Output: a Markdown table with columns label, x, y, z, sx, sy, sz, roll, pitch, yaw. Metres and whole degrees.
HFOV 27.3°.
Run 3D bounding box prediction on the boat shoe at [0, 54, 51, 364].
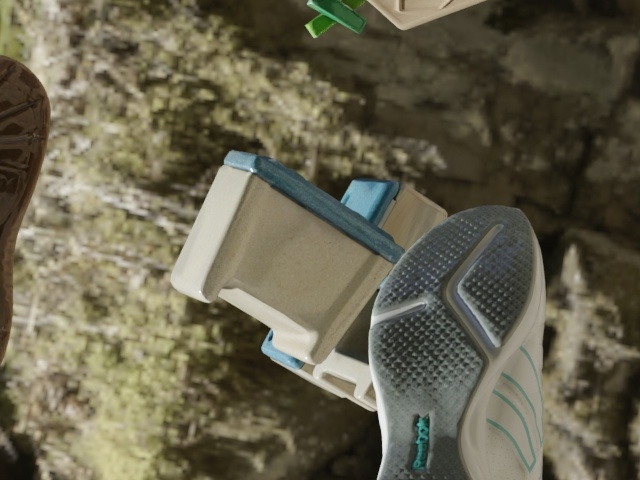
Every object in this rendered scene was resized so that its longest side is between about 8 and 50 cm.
| label | x | y | z | sx | sy | sz | roll | pitch | yaw |
| --- | --- | --- | --- | --- | --- | --- | --- | --- | --- |
| boat shoe | -0.251 | 0.016 | 0.869 | 0.089 | 0.104 | 0.285 | 22 | 91 | 65 |

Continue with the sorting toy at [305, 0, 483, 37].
| label | x | y | z | sx | sy | sz | roll | pitch | yaw |
| --- | --- | --- | --- | --- | --- | --- | --- | --- | --- |
| sorting toy | 0.023 | -0.078 | 0.368 | 0.062 | 0.083 | 0.012 | 25 | -125 | -54 |

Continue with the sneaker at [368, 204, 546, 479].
| label | x | y | z | sx | sy | sz | roll | pitch | yaw |
| --- | --- | --- | --- | --- | --- | --- | --- | --- | --- |
| sneaker | 0.045 | 0.061 | 0.414 | 0.061 | 0.053 | 0.152 | 49 | -134 | -49 |

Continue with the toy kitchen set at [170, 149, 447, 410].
| label | x | y | z | sx | sy | sz | roll | pitch | yaw |
| --- | --- | --- | --- | --- | --- | --- | --- | --- | --- |
| toy kitchen set | 0.000 | 0.000 | 0.661 | 0.122 | 0.166 | 0.207 | -61 | 21 | -8 |
